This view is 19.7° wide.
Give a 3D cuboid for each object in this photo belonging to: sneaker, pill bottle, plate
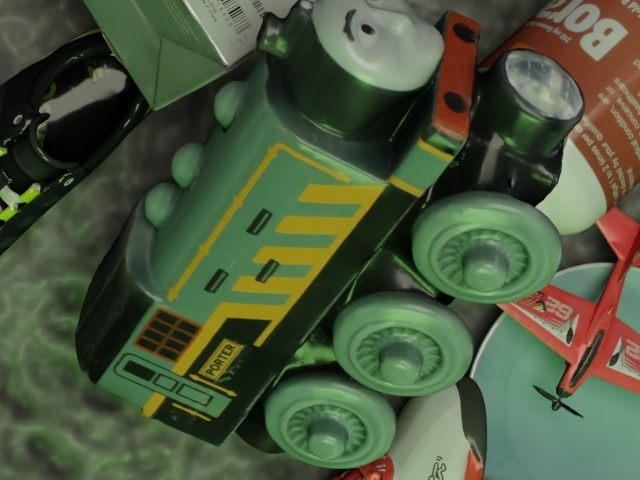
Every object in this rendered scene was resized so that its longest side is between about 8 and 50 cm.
[{"bbox_3d":[-0.182,-0.048,1.057,0.234,0.097,0.084,-45,100,-10],"label":"sneaker"},{"bbox_3d":[-0.004,0.192,1.108,0.145,0.090,0.270,20,88,-16],"label":"sneaker"},{"bbox_3d":[0.158,-0.082,1.130,0.216,0.121,0.121,-42,100,-11],"label":"pill bottle"},{"bbox_3d":[0.179,0.108,1.188,0.188,0.024,0.188,0,91,-13],"label":"plate"}]

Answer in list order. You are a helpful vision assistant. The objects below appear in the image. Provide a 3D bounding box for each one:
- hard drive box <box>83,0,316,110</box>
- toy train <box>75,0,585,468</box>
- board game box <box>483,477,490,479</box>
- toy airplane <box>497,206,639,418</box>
[{"bbox_3d":[-0.043,-0.211,1.053,0.232,0.089,0.181,-37,99,-34],"label":"hard drive box"},{"bbox_3d":[0.000,0.000,1.010,0.190,0.334,0.142,24,45,-14],"label":"toy train"},{"bbox_3d":[0.163,0.226,1.159,0.181,0.043,0.092,23,107,-13],"label":"board game box"},{"bbox_3d":[0.178,0.039,1.159,0.151,0.028,0.151,0,91,-16],"label":"toy airplane"}]
